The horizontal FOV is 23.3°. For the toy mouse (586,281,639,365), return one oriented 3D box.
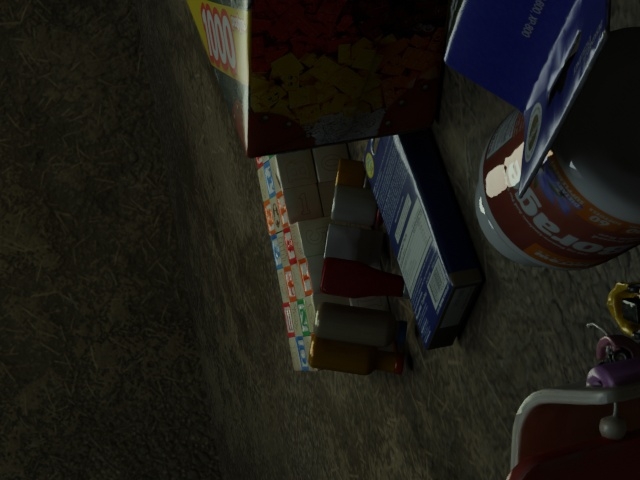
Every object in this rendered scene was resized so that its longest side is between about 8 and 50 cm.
[{"bbox_3d":[0.228,0.097,1.074,0.161,0.031,0.143,-172,73,-76],"label":"toy mouse"}]

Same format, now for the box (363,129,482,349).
[{"bbox_3d":[0.096,-0.023,1.520,0.136,0.036,0.225,104,151,-59],"label":"box"}]

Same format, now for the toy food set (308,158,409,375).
[{"bbox_3d":[0.055,0.031,1.679,0.111,0.104,0.232,106,173,-88],"label":"toy food set"}]

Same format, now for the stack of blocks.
[{"bbox_3d":[0.000,0.000,1.827,0.171,0.087,0.297,155,104,-76],"label":"stack of blocks"}]

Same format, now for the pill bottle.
[{"bbox_3d":[0.173,-0.047,1.001,0.216,0.121,0.121,131,128,-73],"label":"pill bottle"}]

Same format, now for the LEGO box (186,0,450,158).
[{"bbox_3d":[-0.042,-0.385,1.482,0.372,0.193,0.500,93,161,-45],"label":"LEGO box"}]

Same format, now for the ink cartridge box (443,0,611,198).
[{"bbox_3d":[0.127,-0.228,0.911,0.176,0.069,0.371,107,170,-62],"label":"ink cartridge box"}]

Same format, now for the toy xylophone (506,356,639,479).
[{"bbox_3d":[0.200,0.200,0.883,0.081,0.236,0.323,20,123,58],"label":"toy xylophone"}]
